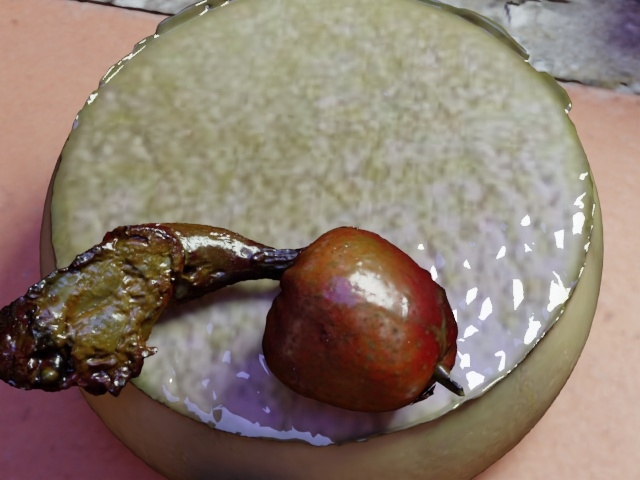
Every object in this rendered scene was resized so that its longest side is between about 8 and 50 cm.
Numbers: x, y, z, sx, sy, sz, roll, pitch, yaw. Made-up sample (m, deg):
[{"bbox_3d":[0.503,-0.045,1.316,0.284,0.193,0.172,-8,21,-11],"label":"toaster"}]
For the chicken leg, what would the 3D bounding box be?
[{"bbox_3d":[-0.069,0.022,0.535,0.145,0.037,0.062,-28,85,-11],"label":"chicken leg"}]

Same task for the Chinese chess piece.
[{"bbox_3d":[0.000,0.000,0.626,0.270,0.112,0.270,-1,59,2],"label":"Chinese chess piece"}]

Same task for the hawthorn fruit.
[{"bbox_3d":[0.016,0.032,0.506,0.077,0.077,0.077,-1,58,2],"label":"hawthorn fruit"}]
